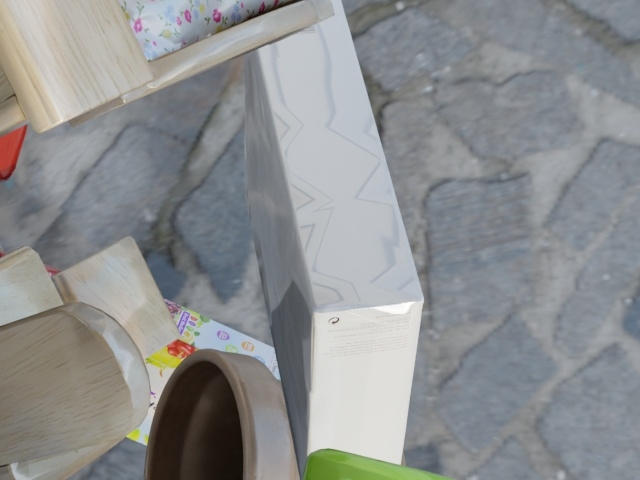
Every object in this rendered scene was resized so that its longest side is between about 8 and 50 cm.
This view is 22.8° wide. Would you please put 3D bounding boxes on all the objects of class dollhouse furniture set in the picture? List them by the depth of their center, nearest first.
[{"bbox_3d":[-0.041,-0.116,0.621,0.355,0.174,0.303,-32,100,-43],"label":"dollhouse furniture set"}]

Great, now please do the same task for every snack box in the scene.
[{"bbox_3d":[-0.139,0.187,1.910,0.207,0.070,0.174,26,123,-4],"label":"snack box"}]

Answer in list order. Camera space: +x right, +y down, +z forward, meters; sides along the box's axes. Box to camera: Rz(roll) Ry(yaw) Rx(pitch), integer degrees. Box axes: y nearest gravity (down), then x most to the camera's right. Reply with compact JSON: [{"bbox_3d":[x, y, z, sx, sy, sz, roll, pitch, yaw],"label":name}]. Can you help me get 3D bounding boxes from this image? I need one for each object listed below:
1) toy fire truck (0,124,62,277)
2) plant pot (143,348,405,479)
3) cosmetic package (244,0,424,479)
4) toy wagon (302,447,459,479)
[{"bbox_3d":[-0.255,-0.002,0.818,0.302,0.254,0.169,15,86,6],"label":"toy fire truck"},{"bbox_3d":[-0.040,0.257,1.724,0.229,0.263,0.263,8,84,-30],"label":"plant pot"},{"bbox_3d":[0.000,0.000,1.424,0.097,0.284,0.377,-5,51,-9],"label":"cosmetic package"},{"bbox_3d":[0.008,0.202,0.483,0.344,0.068,0.267,12,83,18],"label":"toy wagon"}]
